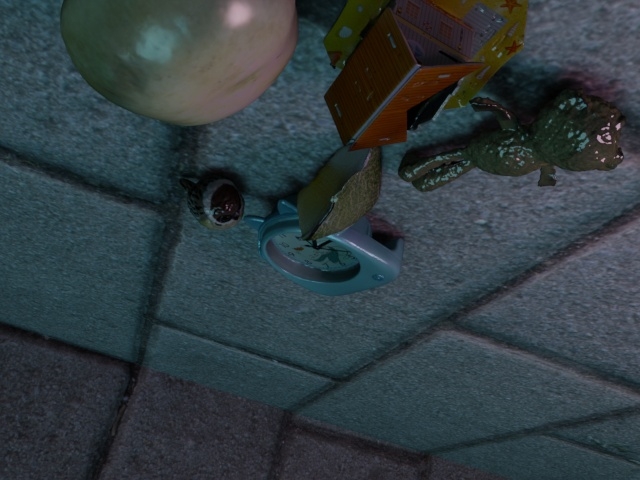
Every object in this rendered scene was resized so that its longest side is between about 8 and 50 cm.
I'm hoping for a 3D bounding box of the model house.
[{"bbox_3d":[0.109,-0.187,0.634,0.207,0.136,0.219,26,148,-16],"label":"model house"}]

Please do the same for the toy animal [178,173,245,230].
[{"bbox_3d":[-0.196,-0.079,1.001,0.137,0.098,0.098,38,149,2],"label":"toy animal"}]

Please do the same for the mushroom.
[{"bbox_3d":[-0.145,-0.247,0.576,0.260,0.254,0.234,-33,89,47],"label":"mushroom"}]

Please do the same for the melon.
[{"bbox_3d":[0.046,-0.085,0.910,0.139,0.093,0.202,6,132,-45],"label":"melon"}]

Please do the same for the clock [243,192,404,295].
[{"bbox_3d":[0.000,0.000,1.046,0.224,0.094,0.274,-19,135,43],"label":"clock"}]

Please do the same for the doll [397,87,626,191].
[{"bbox_3d":[0.247,-0.115,0.760,0.203,0.091,0.286,30,150,-8],"label":"doll"}]
